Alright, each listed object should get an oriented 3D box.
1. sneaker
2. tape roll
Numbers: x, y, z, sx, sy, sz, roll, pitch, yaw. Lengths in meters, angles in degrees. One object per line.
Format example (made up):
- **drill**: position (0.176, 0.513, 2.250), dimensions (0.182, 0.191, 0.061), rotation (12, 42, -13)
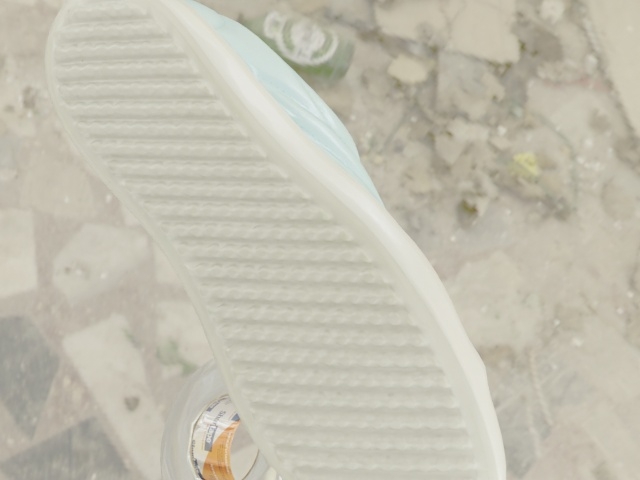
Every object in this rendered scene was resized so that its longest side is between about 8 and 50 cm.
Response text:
- **sneaker**: position (0.000, 0.000, 0.664), dimensions (0.366, 0.135, 0.150), rotation (58, 28, 11)
- **tape roll**: position (-0.091, 0.248, 1.412), dimensions (0.072, 0.219, 0.219), rotation (24, 44, -46)
